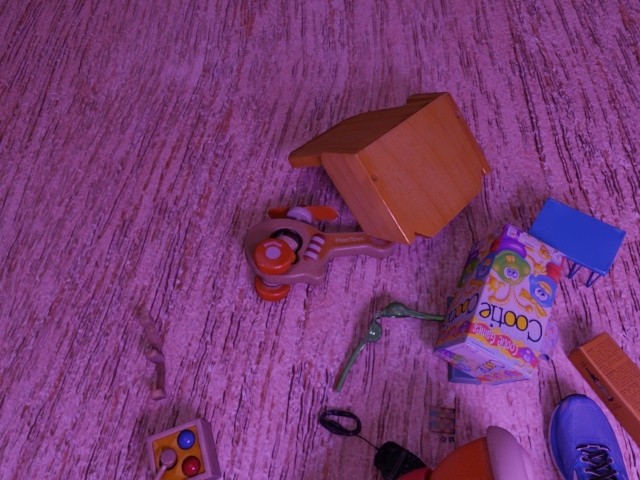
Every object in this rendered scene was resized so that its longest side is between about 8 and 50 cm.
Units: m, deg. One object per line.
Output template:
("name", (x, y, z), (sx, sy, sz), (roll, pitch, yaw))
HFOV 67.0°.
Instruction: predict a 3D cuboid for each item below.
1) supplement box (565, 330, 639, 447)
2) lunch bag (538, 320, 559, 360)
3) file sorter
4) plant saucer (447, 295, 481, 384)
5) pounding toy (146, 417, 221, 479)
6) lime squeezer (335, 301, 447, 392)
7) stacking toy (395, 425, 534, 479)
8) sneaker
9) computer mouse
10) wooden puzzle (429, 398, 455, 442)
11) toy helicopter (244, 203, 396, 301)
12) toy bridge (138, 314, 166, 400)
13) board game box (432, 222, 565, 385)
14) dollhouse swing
("supplement box", (0.591, 0.294, 0.929), (0.080, 0.078, 0.233), (-29, 64, -10))
("lunch bag", (0.452, 0.202, 1.006), (0.083, 0.053, 0.071), (33, 67, -7))
("file sorter", (0.546, 0.010, 1.070), (0.170, 0.104, 0.118), (30, 68, 19))
("plant saucer", (0.308, 0.208, 1.037), (0.067, 0.018, 0.191), (3, 63, 8))
("pounding toy", (-0.279, 0.431, 0.927), (0.141, 0.100, 0.130), (-19, 61, -5))
("lime squeezer", (0.145, 0.202, 1.042), (0.311, 0.059, 0.109), (-28, 90, -6))
("stacking toy", (0.126, 0.511, 0.773), (0.481, 0.350, 0.350), (-16, 60, 16))
("sneaker", (0.493, 0.429, 0.827), (0.130, 0.147, 0.329), (-4, 61, 3))
("computer mouse", (0.103, 0.407, 0.944), (0.242, 0.041, 0.071), (28, 59, 26))
("wooden puzzle", (0.244, 0.360, 0.967), (0.050, 0.006, 0.083), (5, 63, 8))
("toy helicopter", (0.000, 0.000, 1.139), (0.356, 0.140, 0.234), (-4, 52, -9))
("toy bridge", (-0.359, 0.253, 1.050), (0.026, 0.063, 0.188), (-18, 63, -4))
("board game box", (0.359, 0.129, 0.978), (0.142, 0.144, 0.275), (29, 65, -1))
("dollhouse swing", (0.152, -0.170, 1.189), (0.347, 0.305, 0.315), (-39, 102, -32))
